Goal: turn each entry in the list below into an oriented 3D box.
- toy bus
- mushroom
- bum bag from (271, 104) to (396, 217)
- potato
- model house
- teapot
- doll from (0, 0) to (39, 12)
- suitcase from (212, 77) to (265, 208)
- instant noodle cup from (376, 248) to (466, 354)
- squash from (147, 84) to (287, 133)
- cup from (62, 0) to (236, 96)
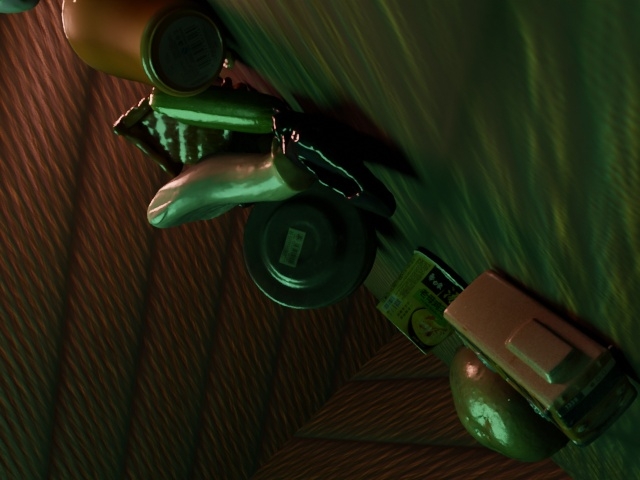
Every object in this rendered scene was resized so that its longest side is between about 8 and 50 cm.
[{"bbox_3d":[0.226,0.116,0.589,0.103,0.091,0.182,47,179,-37],"label":"toy bus"},{"bbox_3d":[-0.140,-0.095,0.937,0.329,0.159,0.122,-11,130,37],"label":"mushroom"},{"bbox_3d":[0.005,-0.112,0.699,0.137,0.074,0.310,34,-172,-22],"label":"bum bag"},{"bbox_3d":[0.267,0.210,0.781,0.235,0.160,0.177,-67,-42,-78],"label":"potato"},{"bbox_3d":[-0.258,-0.232,1.069,0.229,0.219,0.199,9,-143,-6],"label":"model house"},{"bbox_3d":[-0.028,-0.016,1.086,0.322,0.239,0.239,39,-171,17],"label":"teapot"},{"bbox_3d":[-0.364,-0.392,0.602,0.310,0.284,0.240,29,124,28],"label":"doll"},{"bbox_3d":[-0.247,-0.269,1.386,0.339,0.188,0.345,54,175,-34],"label":"suitcase"},{"bbox_3d":[0.172,0.105,0.917,0.151,0.122,0.151,46,180,0],"label":"instant noodle cup"},{"bbox_3d":[-0.167,-0.215,0.893,0.239,0.069,0.069,11,169,11],"label":"squash"},{"bbox_3d":[-0.250,-0.318,0.865,0.226,0.182,0.264,-1,-153,-45],"label":"cup"}]
